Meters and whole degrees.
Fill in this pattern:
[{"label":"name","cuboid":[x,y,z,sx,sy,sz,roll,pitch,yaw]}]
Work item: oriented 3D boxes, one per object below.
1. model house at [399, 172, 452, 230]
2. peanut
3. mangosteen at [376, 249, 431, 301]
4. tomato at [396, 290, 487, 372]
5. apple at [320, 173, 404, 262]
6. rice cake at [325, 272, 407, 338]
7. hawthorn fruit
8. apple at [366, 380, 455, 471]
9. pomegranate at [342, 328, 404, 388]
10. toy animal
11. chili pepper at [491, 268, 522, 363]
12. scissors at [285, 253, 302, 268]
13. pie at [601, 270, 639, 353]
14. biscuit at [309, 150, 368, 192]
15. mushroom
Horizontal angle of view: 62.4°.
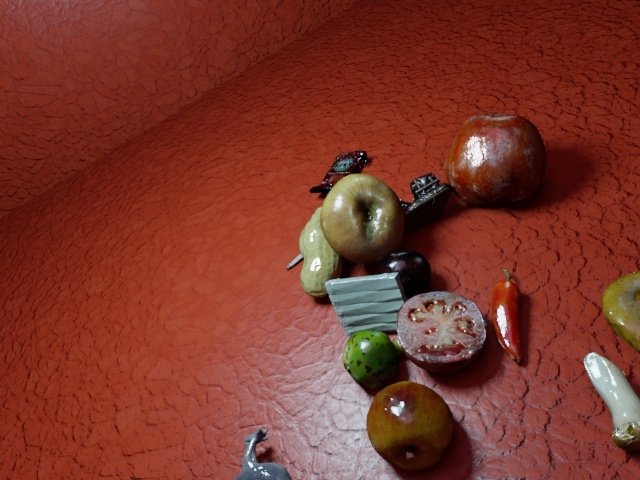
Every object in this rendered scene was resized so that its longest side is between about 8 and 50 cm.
[{"label":"model house","cuboid":[0.291,-0.132,1.635,0.203,0.141,0.164,-30,51,5]},{"label":"peanut","cuboid":[0.003,0.033,1.632,0.147,0.147,0.319,-7,55,24]},{"label":"mangosteen","cuboid":[0.230,0.100,1.444,0.152,0.152,0.152,-16,43,15]},{"label":"tomato","cuboid":[0.294,0.228,1.297,0.225,0.085,0.225,-9,45,9]},{"label":"apple","cuboid":[0.119,-0.059,1.519,0.261,0.261,0.194,-43,-1,-15]},{"label":"rice cake","cuboid":[0.133,0.173,1.403,0.198,0.189,0.037,-16,13,21]},{"label":"hawthorn fruit","cuboid":[0.508,-0.232,1.534,0.284,0.284,0.284,-16,43,15]},{"label":"apple","cuboid":[0.194,0.397,1.161,0.195,0.160,0.173,-7,23,15]},{"label":"pomegranate","cuboid":[0.135,0.281,1.316,0.169,0.122,0.143,-30,39,1]},{"label":"toy animal","cuboid":[-0.160,0.551,1.236,0.367,0.081,0.205,-10,56,21]},{"label":"chili pepper","cuboid":[0.456,0.174,1.293,0.071,0.063,0.272,-17,44,32]},{"label":"scissors","cuboid":[0.000,0.000,1.754,0.300,0.022,0.109,-41,43,-11]},{"label":"pie","cuboid":[0.753,0.154,1.138,0.273,0.069,0.273,-12,43,12]},{"label":"biscuit","cuboid":[0.074,-0.242,1.922,0.151,0.063,0.235,5,49,32]},{"label":"mushroom","cuboid":[0.598,0.320,1.061,0.084,0.071,0.209,-47,28,30]}]
